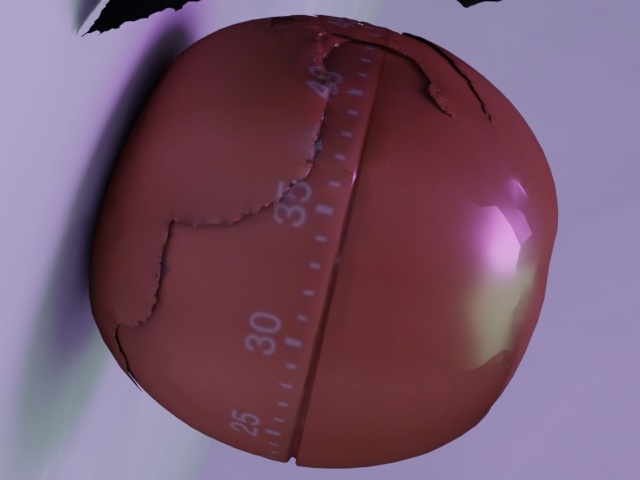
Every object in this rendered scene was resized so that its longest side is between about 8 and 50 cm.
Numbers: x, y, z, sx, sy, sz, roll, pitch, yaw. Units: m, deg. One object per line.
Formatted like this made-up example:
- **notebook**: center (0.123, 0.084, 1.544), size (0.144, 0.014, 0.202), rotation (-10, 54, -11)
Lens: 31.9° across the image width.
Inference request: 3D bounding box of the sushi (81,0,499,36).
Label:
- **sushi**: center (0.110, -0.184, 0.482), size (0.100, 0.296, 0.373), rotation (59, 35, -34)

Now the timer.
- **timer**: center (0.000, 0.000, 0.580), size (0.229, 0.215, 0.229), rotation (-164, -90, -86)
